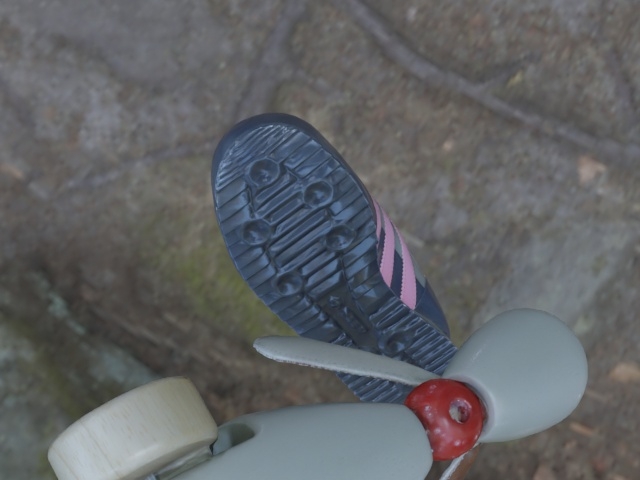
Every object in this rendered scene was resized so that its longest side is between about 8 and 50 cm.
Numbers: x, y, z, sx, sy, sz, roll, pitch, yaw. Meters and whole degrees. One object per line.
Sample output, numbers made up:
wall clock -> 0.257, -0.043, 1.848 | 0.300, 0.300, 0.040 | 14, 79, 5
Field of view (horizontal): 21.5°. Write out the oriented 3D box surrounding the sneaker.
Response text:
sneaker -> 0.000, 0.000, 1.264 | 0.112, 0.131, 0.319 | -27, 133, 6

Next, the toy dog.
toy dog -> -0.003, 0.142, 0.920 | 0.333, 0.220, 0.161 | 3, 154, -32
